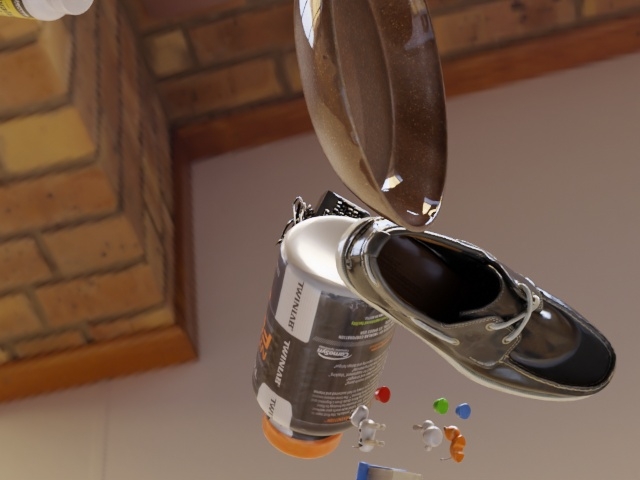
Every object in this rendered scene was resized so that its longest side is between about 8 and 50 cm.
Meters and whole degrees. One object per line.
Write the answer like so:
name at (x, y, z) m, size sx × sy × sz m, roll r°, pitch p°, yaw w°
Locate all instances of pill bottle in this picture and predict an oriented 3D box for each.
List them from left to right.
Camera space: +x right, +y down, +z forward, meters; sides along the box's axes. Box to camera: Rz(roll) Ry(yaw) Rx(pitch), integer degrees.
pill bottle at (-0.262, -0.232, 1.228) m, size 0.116 × 0.065 × 0.065 m, roll 11°, pitch -129°, yaw 33°
pill bottle at (0.003, 0.107, 1.373) m, size 0.131 × 0.245 × 0.130 m, roll 9°, pitch -144°, yaw -7°

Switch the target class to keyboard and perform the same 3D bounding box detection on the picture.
keyboard at (0.000, 0.000, 1.632) m, size 0.100 × 0.038 × 0.192 m, roll 25°, pitch -138°, yaw 0°

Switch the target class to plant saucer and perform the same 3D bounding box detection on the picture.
plant saucer at (0.028, -0.100, 0.780) m, size 0.036 × 0.198 × 0.198 m, roll -8°, pitch -136°, yaw 20°

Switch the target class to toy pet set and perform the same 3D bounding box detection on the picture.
toy pet set at (0.070, 0.200, 1.282) m, size 0.065 × 0.122 × 0.114 m, roll -4°, pitch -108°, yaw 50°

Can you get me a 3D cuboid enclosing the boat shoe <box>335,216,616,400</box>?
boat shoe at (0.123, 0.055, 0.997) m, size 0.233 × 0.079 × 0.084 m, roll 28°, pitch -104°, yaw -14°
